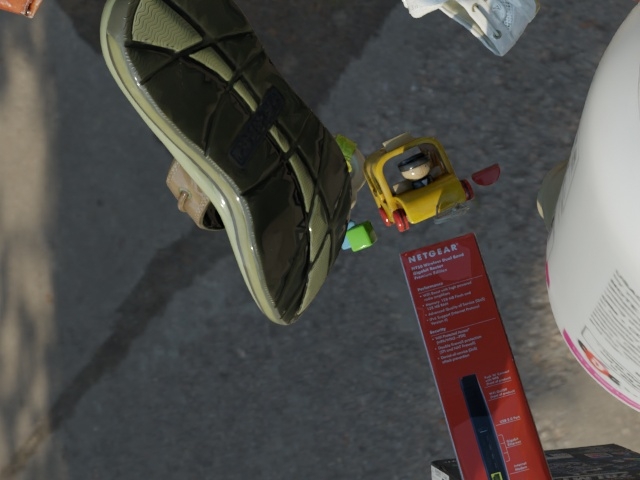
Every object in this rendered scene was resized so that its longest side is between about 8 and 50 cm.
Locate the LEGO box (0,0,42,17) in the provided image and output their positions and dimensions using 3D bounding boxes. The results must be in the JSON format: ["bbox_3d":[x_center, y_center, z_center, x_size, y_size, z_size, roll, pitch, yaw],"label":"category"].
[{"bbox_3d":[-0.212,-0.359,0.437,0.500,0.372,0.193,-47,50,39],"label":"LEGO box"}]

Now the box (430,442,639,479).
[{"bbox_3d":[0.323,0.339,1.503,0.295,0.293,0.073,-4,89,-8],"label":"box"}]

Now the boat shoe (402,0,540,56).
[{"bbox_3d":[0.136,-0.316,1.342,0.096,0.277,0.098,-61,16,3],"label":"boat shoe"}]

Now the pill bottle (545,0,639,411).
[{"bbox_3d":[0.178,-0.018,0.431,0.160,0.283,0.160,-2,75,7],"label":"pill bottle"}]

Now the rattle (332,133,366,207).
[{"bbox_3d":[0.007,-0.079,1.941,0.143,0.130,0.200,-35,51,44],"label":"rattle"}]

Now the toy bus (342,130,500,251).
[{"bbox_3d":[0.112,-0.079,1.351,0.202,0.191,0.104,-19,99,40],"label":"toy bus"}]

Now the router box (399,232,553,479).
[{"bbox_3d":[0.177,0.193,1.192,0.082,0.335,0.301,-16,67,5],"label":"router box"}]

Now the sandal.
[{"bbox_3d":[-0.064,-0.065,0.773,0.086,0.303,0.120,11,53,40],"label":"sandal"}]

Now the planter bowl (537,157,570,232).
[{"bbox_3d":[0.366,-0.049,1.505,0.109,0.162,0.162,37,112,46],"label":"planter bowl"}]
